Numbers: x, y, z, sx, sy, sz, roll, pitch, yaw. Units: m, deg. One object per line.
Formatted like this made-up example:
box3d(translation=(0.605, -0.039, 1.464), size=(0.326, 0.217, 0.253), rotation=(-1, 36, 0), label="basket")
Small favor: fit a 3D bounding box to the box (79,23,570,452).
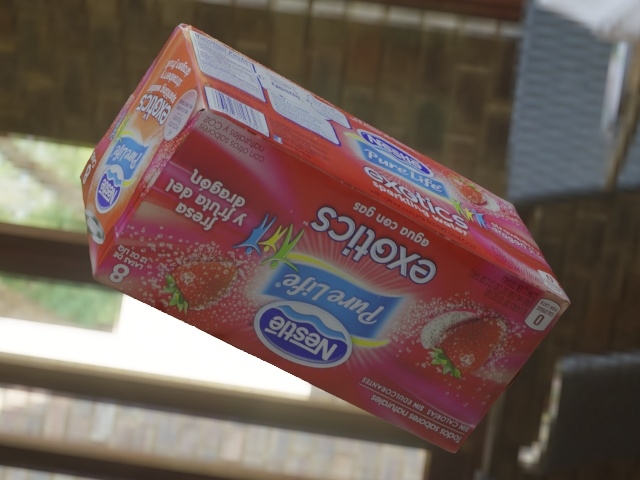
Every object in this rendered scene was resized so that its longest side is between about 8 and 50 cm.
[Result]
box3d(translation=(0.000, 0.000, 1.110), size=(0.122, 0.257, 0.128), rotation=(-54, 25, 19), label="box")
